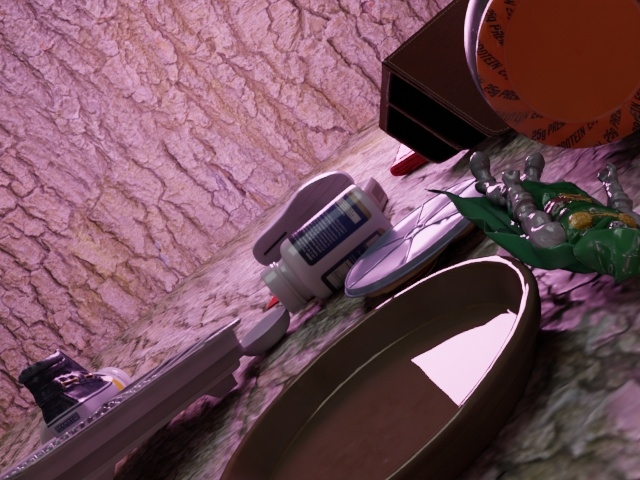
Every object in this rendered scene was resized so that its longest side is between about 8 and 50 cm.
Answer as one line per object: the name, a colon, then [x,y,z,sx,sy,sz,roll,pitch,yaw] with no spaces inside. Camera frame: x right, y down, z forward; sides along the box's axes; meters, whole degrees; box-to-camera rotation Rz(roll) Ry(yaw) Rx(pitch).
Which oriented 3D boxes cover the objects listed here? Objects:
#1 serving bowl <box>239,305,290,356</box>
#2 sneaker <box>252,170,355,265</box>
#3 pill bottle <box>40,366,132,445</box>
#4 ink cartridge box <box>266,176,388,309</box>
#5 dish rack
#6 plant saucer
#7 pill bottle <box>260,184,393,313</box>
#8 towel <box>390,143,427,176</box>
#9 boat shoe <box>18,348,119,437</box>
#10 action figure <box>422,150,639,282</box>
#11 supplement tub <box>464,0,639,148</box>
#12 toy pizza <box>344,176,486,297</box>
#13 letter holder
serving bowl: [-0.069,0.122,0.972,0.083,0.027,0.083,-38,9,7]
sneaker: [-0.037,-0.055,1.512,0.258,0.094,0.091,-38,13,17]
pill bottle: [-0.362,0.273,1.202,0.103,0.103,0.184,-38,9,12]
ink cartridge box: [0.000,0.000,1.226,0.225,0.056,0.181,-35,10,22]
dish rack: [-0.244,0.226,0.891,0.285,0.072,0.333,-32,0,41]
plant saucer: [0.039,0.114,0.524,0.278,0.041,0.278,-38,9,7]
pill bottle: [0.008,0.015,0.969,0.169,0.094,0.094,-40,9,1]
towel: [0.223,-0.246,1.332,0.199,0.031,0.275,-28,32,55]
boat shoe: [-0.287,0.164,0.871,0.065,0.083,0.183,-33,1,-7]
action figure: [0.164,-0.020,0.521,0.137,0.063,0.232,-2,16,-5]
supplement tub: [0.258,-0.221,0.738,0.207,0.207,0.338,-35,11,31]
toy pizza: [0.110,0.002,0.814,0.201,0.032,0.201,-38,9,7]
letter holder: [0.266,-0.248,1.124,0.302,0.214,0.152,-44,-22,-20]
